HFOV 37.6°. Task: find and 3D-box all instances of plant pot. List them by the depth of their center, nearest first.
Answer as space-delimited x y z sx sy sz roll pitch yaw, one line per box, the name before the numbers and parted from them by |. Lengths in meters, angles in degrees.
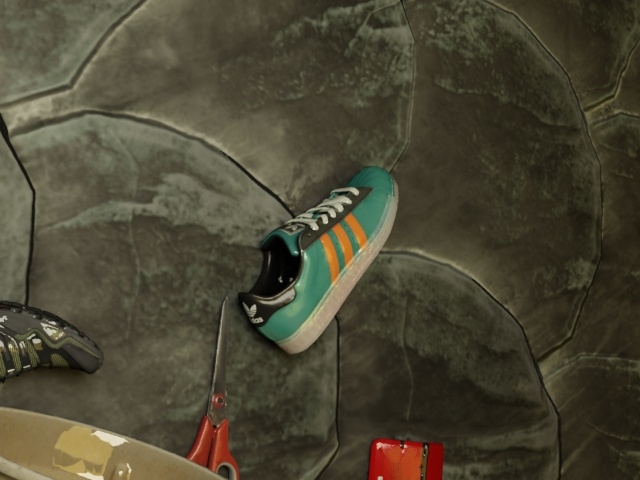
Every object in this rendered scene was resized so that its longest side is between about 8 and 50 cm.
plant pot | -0.267 0.366 0.953 0.333 0.334 0.305 22 84 -31

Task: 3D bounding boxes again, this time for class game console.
game console | 0.125 0.368 1.386 0.124 0.085 0.144 6 80 -3

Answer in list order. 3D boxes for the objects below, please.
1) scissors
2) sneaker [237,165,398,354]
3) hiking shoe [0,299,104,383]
scissors | -0.129 0.229 1.220 0.109 0.021 0.297 26 70 -28
sneaker | 0.000 0.000 1.278 0.121 0.108 0.302 44 64 -28
hiking shoe | -0.357 0.124 1.041 0.227 0.086 0.114 22 86 -26
